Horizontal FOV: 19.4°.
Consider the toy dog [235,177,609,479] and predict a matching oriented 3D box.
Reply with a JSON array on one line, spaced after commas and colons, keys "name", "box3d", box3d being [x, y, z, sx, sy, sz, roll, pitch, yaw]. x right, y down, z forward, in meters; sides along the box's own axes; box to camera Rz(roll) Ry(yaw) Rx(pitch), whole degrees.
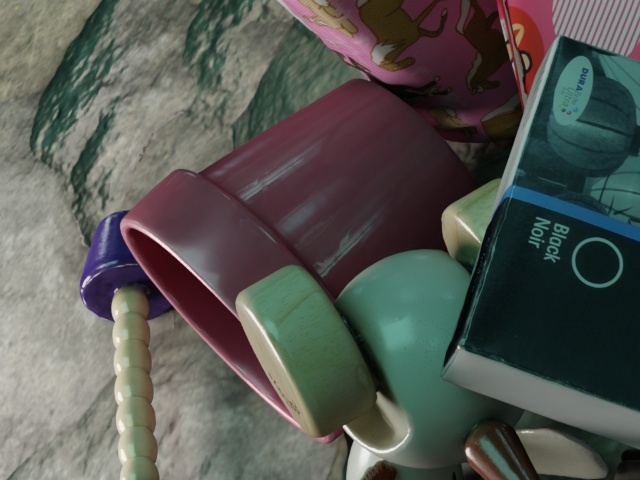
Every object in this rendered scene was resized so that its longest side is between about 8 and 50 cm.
[{"name": "toy dog", "box3d": [0.072, 0.109, 0.990, 0.220, 0.334, 0.161, -34, 63, 9]}]

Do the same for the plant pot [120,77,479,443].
[{"name": "plant pot", "box3d": [0.000, 0.000, 1.215, 0.180, 0.201, 0.201, -44, 37, -11]}]

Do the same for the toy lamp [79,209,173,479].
[{"name": "toy lamp", "box3d": [-0.137, 0.096, 1.366, 0.080, 0.080, 0.274, -30, 46, 28]}]

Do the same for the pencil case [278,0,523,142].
[{"name": "pencil case", "box3d": [0.021, -0.205, 1.167, 0.167, 0.386, 0.160, 32, 89, 42]}]

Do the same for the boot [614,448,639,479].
[{"name": "boot", "box3d": [0.205, 0.198, 0.940, 0.246, 0.083, 0.161, 25, 76, 50]}]

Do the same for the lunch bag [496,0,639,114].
[{"name": "lunch bag", "box3d": [0.252, -0.106, 1.041, 0.293, 0.120, 0.258, -22, 73, 35]}]

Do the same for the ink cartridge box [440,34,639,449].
[{"name": "ink cartridge box", "box3d": [0.236, 0.037, 0.855, 0.065, 0.333, 0.165, 108, -179, -71]}]
